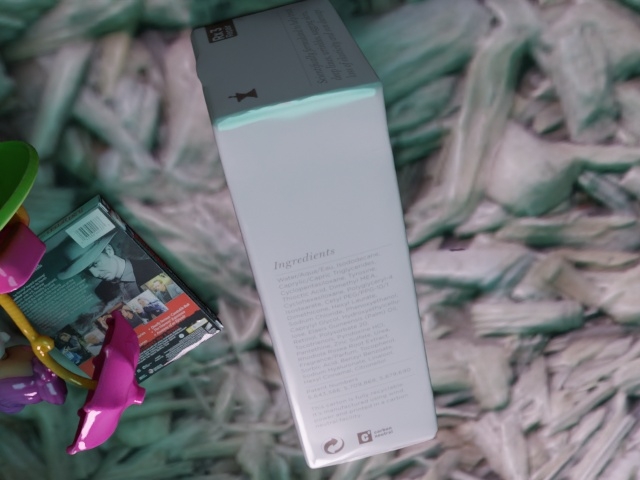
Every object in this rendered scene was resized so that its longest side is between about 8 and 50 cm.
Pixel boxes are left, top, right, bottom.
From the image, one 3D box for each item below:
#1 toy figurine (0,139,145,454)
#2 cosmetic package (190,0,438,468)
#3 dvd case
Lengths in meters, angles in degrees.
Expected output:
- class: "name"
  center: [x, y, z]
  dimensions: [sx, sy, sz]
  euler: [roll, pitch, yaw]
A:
- class: "toy figurine"
  center: [-0.174, 0.054, 0.531]
  dimensions: [0.173, 0.130, 0.159]
  euler: [-17, 125, 26]
- class: "cosmetic package"
  center: [0.000, 0.000, 0.541]
  dimensions: [0.086, 0.117, 0.231]
  euler: [-14, 126, -4]
- class: "dvd case"
  center: [-0.128, 0.038, 0.597]
  dimensions: [0.087, 0.013, 0.119]
  euler: [-34, 124, 10]
